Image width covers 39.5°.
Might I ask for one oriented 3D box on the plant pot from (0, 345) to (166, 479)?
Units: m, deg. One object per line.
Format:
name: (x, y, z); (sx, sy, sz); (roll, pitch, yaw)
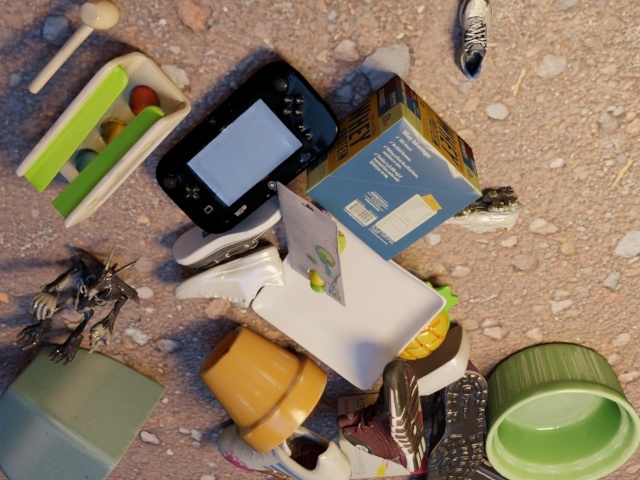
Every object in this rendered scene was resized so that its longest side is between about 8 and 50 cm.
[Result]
plant pot: (-0.504, 0.354, 1.757); (0.252, 0.247, 0.248); (38, 121, -6)

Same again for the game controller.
game controller: (-0.120, -0.144, 1.442); (0.319, 0.067, 0.166); (-37, 94, 26)

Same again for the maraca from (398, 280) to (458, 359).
maraca: (0.186, 0.151, 1.675); (0.127, 0.099, 0.185); (8, 125, -20)

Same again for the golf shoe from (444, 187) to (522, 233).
golf shoe: (0.259, -0.038, 1.549); (0.176, 0.069, 0.086); (-2, 134, 3)

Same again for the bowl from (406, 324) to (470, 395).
bowl: (0.229, 0.238, 1.712); (0.142, 0.142, 0.053); (-34, 100, 25)

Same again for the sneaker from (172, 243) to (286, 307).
sneaker: (-0.165, 0.084, 1.616); (0.212, 0.080, 0.094); (-19, 97, 14)

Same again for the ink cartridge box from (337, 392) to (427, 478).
ink cartridge box: (0.127, 0.404, 1.858); (0.176, 0.128, 0.127); (-7, 128, 5)

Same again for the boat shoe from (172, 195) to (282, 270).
boat shoe: (-0.151, -0.007, 1.568); (0.229, 0.080, 0.076); (-29, 141, 17)

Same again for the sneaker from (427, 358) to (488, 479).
sneaker: (0.273, 0.364, 1.807); (0.107, 0.124, 0.283); (7, 111, -8)

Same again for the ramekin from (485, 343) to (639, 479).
ramekin: (0.476, 0.350, 1.803); (0.304, 0.148, 0.303); (0, 129, 0)

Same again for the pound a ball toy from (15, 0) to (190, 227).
pound a ball toy: (-0.349, -0.203, 1.394); (0.208, 0.136, 0.319); (47, 118, -2)

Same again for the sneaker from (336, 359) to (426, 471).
sneaker: (0.100, 0.328, 1.672); (0.163, 0.106, 0.281); (6, 131, 23)

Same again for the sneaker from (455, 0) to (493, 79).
sneaker: (0.235, -0.304, 1.339); (0.052, 0.058, 0.135); (-2, 128, 1)

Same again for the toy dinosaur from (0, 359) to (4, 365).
toy dinosaur: (-0.685, 0.223, 1.760); (0.093, 0.053, 0.183); (-2, 129, 3)

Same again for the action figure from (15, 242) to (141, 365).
action figure: (-0.441, 0.129, 1.633); (0.164, 0.141, 0.275); (37, 122, -12)

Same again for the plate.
plate: (0.049, 0.108, 1.630); (0.277, 0.045, 0.278); (36, 123, 0)

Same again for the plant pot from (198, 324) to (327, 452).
plant pot: (-0.124, 0.271, 1.723); (0.188, 0.205, 0.205); (43, 118, -11)

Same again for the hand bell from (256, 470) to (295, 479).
hand bell: (-0.083, 0.525, 1.991); (0.242, 0.126, 0.126); (30, 124, -6)

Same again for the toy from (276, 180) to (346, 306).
toy: (0.000, 0.000, 1.496); (0.137, 0.056, 0.237); (35, 150, 27)

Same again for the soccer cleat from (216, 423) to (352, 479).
soccer cleat: (-0.085, 0.413, 1.818); (0.331, 0.116, 0.143); (8, 139, 32)

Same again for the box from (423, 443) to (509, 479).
box: (0.377, 0.579, 1.964); (0.308, 0.076, 0.242); (27, 127, 8)

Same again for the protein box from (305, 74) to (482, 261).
protein box: (0.116, -0.113, 1.441); (0.201, 0.136, 0.200); (-37, 120, 25)
